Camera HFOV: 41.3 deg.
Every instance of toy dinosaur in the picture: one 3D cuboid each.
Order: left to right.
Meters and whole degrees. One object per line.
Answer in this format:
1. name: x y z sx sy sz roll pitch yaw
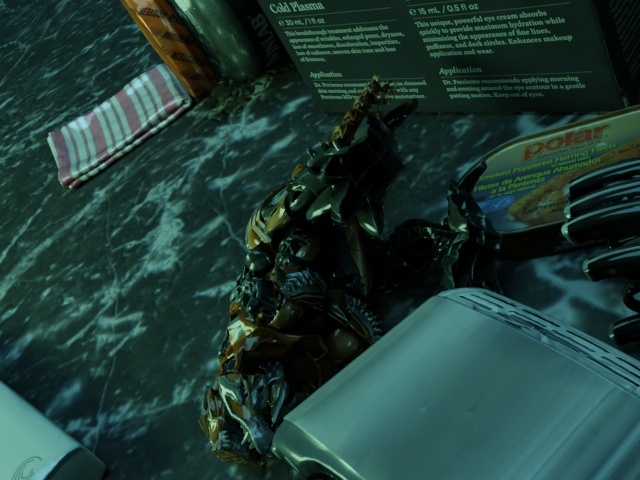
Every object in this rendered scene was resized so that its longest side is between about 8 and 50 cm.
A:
1. toy dinosaur: 0.000 0.000 0.628 0.218 0.164 0.322 -22 62 49

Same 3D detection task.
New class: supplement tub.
1. supplement tub: -0.061 -0.330 0.991 0.338 0.207 0.207 -38 37 -3

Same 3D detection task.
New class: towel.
1. towel: -0.262 -0.155 1.098 0.197 0.029 0.144 -35 37 -1

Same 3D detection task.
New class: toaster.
1. toaster: 0.093 0.122 0.435 0.146 0.129 0.227 -43 36 -16

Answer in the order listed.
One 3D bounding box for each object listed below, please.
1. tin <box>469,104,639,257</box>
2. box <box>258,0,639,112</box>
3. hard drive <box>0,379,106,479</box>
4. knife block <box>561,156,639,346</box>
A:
1. tin: 0.195 -0.044 0.620 0.189 0.040 0.106 -13 45 27
2. box: 0.097 -0.283 0.730 0.343 0.312 0.179 8 54 42
3. hard drive: -0.361 0.217 0.744 0.353 0.047 0.233 16 60 46
4. knife block: 0.291 -0.028 0.484 0.275 0.088 0.242 -40 38 -8
